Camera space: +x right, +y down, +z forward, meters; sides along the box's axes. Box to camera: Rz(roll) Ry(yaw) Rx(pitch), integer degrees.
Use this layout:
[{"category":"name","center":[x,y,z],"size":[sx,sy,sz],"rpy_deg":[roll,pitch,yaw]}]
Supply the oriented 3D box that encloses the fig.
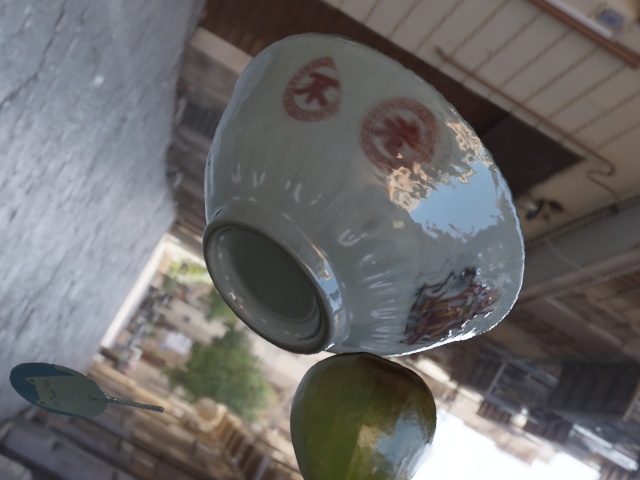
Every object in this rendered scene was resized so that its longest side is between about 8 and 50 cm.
[{"category":"fig","center":[0.019,0.099,0.522],"size":[0.074,0.074,0.088],"rpy_deg":[131,-22,-59]}]

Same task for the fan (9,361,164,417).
[{"category":"fan","center":[-0.256,0.170,1.147],"size":[0.113,0.176,0.005],"rpy_deg":[92,9,-52]}]

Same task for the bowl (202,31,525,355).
[{"category":"bowl","center":[0.000,0.000,0.940],"size":[0.157,0.337,0.337],"rpy_deg":[-43,176,-33]}]
